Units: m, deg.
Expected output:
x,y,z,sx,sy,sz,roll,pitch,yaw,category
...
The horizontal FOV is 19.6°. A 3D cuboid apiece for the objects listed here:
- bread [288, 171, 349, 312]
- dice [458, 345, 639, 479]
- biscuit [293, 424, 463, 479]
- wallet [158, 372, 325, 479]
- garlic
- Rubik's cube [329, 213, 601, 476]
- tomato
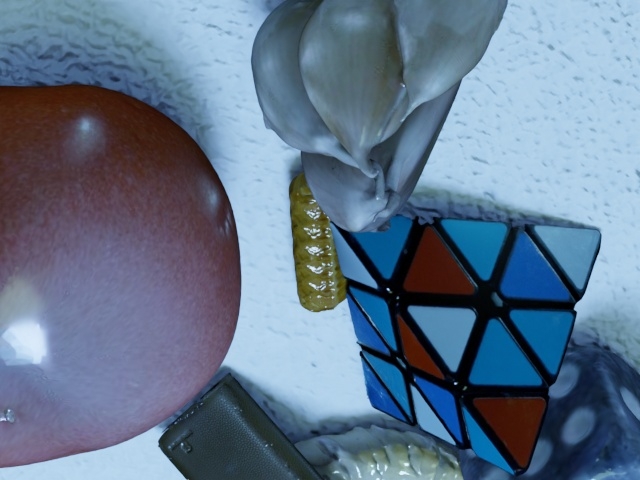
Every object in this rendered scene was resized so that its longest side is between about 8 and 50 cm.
x,y,z,sx,sy,sz,roll,pitch,yaw,category
0.000,0.000,1.664,0.052,0.044,0.157,-11,130,-9,bread
0.254,0.225,1.787,0.182,0.181,0.183,-37,126,18,dice
0.087,0.280,1.857,0.179,0.084,0.281,-38,116,13,biscuit
-0.060,0.233,1.780,0.110,0.031,0.198,-42,89,23,wallet
0.061,-0.125,1.465,0.237,0.292,0.210,-6,134,49,garlic
0.184,0.070,1.668,0.234,0.250,0.284,-32,136,-17,Rubik's cube
-0.228,0.046,1.520,0.341,0.272,0.341,-4,127,-5,tomato
